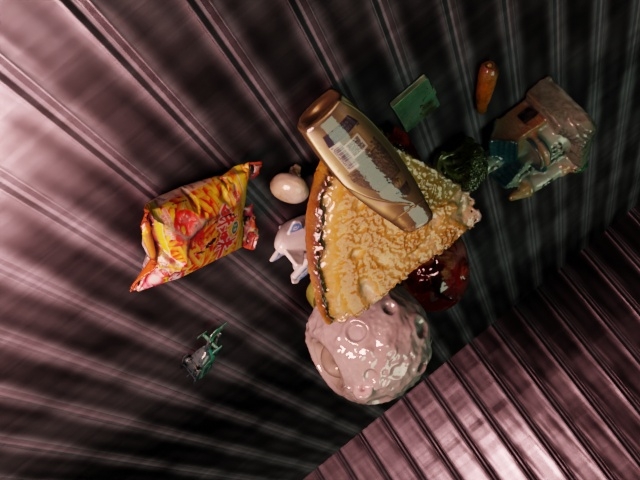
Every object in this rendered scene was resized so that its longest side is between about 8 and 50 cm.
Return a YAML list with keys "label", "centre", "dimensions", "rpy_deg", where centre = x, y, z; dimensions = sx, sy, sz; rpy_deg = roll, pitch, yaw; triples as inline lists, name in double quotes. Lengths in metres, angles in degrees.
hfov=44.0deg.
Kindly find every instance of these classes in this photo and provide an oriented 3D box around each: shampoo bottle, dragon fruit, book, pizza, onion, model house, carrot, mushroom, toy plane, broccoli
- label: "shampoo bottle"
  centre: [0.100, -0.143, 1.576]
  dimensions: [0.125, 0.084, 0.350]
  rpy_deg: [-45, 122, 2]
- label: "dragon fruit"
  centre: [0.177, -0.178, 1.783]
  dimensions: [0.092, 0.122, 0.192]
  rpy_deg: [-29, 158, 10]
- label: "book"
  centre: [0.211, -0.300, 1.733]
  dimensions: [0.103, 0.017, 0.135]
  rpy_deg: [-40, 155, 5]
- label: "pizza"
  centre: [0.106, -0.068, 1.702]
  dimensions: [0.435, 0.080, 0.391]
  rpy_deg: [-38, 120, -9]
- label: "onion"
  centre: [0.341, 0.087, 2.300]
  dimensions: [0.246, 0.190, 0.246]
  rpy_deg: [-9, 101, -51]
- label: "model house"
  centre: [0.531, -0.219, 2.095]
  dimensions: [0.325, 0.194, 0.267]
  rpy_deg: [-33, 154, -3]
- label: "carrot"
  centre: [0.386, -0.349, 1.851]
  dimensions: [0.047, 0.047, 0.191]
  rpy_deg: [-33, 155, -11]
- label: "mushroom"
  centre: [-0.060, -0.119, 1.633]
  dimensions: [0.085, 0.085, 0.079]
  rpy_deg: [61, 38, -64]
- label: "toy plane"
  centre: [-0.293, 0.293, 2.008]
  dimensions: [0.096, 0.060, 0.235]
  rpy_deg: [-29, 157, -37]
- label: "broccoli"
  centre: [0.352, -0.178, 1.992]
  dimensions: [0.138, 0.145, 0.162]
  rpy_deg: [12, 121, -9]
- label: "toy plane"
  centre: [-0.003, -0.004, 1.827]
  dimensions: [0.267, 0.122, 0.266]
  rpy_deg: [-32, 156, -17]

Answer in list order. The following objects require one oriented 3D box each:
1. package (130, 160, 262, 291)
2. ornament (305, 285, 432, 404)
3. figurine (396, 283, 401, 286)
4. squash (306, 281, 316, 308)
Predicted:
- label: "package"
  centre: [-0.238, -0.031, 1.500]
  dimensions: [0.288, 0.108, 0.223]
  rpy_deg: [-28, 148, -37]
- label: "ornament"
  centre: [0.136, 0.260, 2.091]
  dimensions: [0.337, 0.337, 0.337]
  rpy_deg: [-30, 153, -17]
- label: "figurine"
  centre: [0.173, 0.219, 2.415]
  dimensions: [0.162, 0.143, 0.263]
  rpy_deg: [-4, 155, -42]
- label: "squash"
  centre: [0.073, 0.105, 2.183]
  dimensions: [0.252, 0.049, 0.252]
  rpy_deg: [-29, 152, -17]
